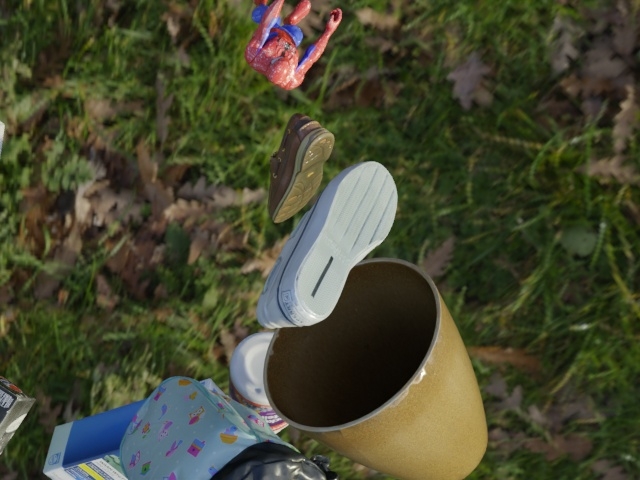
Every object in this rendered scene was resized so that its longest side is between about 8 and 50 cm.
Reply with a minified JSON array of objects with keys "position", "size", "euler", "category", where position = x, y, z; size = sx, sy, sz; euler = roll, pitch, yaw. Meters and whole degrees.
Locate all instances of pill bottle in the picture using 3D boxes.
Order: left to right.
[{"position":[-0.080,0.217,1.746],"size":[0.108,0.193,0.108],"euler":[2,62,-4],"category":"pill bottle"}]

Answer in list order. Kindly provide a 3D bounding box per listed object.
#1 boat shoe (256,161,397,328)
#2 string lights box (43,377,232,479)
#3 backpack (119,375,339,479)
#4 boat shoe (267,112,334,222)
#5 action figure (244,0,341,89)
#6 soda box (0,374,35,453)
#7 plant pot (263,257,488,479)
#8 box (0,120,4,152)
[{"position":[0.000,0.000,1.193],"size":[0.083,0.076,0.226],"euler":[56,42,-18],"category":"boat shoe"},{"position":[-0.214,0.274,1.563],"size":[0.133,0.259,0.077],"euler":[49,33,-36],"category":"string lights box"},{"position":[-0.088,0.193,1.008],"size":[0.152,0.182,0.115],"euler":[-45,122,-5],"category":"backpack"},{"position":[-0.035,-0.096,1.583],"size":[0.064,0.178,0.060],"euler":[-26,63,-36],"category":"boat shoe"},{"position":[-0.031,-0.282,1.496],"size":[0.091,0.139,0.280],"euler":[32,27,-18],"category":"action figure"},{"position":[-0.371,0.221,1.250],"size":[0.053,0.060,0.169],"euler":[32,85,10],"category":"soda box"},{"position":[0.096,0.188,1.465],"size":[0.254,0.237,0.237],"euler":[49,58,-39],"category":"plant pot"},{"position":[-0.553,-0.057,1.563],"size":[0.087,0.290,0.169],"euler":[43,31,-41],"category":"box"}]
